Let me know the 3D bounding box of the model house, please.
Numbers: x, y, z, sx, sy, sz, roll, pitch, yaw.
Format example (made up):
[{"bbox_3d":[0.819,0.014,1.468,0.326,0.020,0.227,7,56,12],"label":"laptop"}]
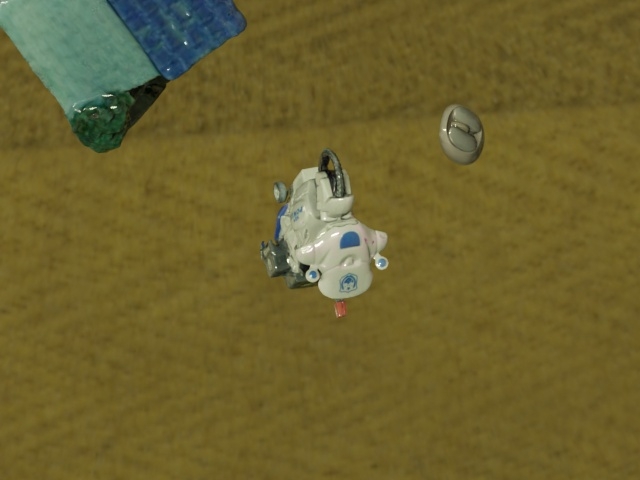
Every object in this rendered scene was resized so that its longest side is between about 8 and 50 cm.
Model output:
[{"bbox_3d":[-0.172,-0.320,1.645,0.329,0.295,0.251,-27,109,37],"label":"model house"}]

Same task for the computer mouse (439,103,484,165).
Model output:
[{"bbox_3d":[0.175,-0.127,1.704,0.039,0.096,0.066,9,75,23],"label":"computer mouse"}]

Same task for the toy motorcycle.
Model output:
[{"bbox_3d":[0.000,0.000,1.501,0.102,0.221,0.150,-10,76,-18],"label":"toy motorcycle"}]
